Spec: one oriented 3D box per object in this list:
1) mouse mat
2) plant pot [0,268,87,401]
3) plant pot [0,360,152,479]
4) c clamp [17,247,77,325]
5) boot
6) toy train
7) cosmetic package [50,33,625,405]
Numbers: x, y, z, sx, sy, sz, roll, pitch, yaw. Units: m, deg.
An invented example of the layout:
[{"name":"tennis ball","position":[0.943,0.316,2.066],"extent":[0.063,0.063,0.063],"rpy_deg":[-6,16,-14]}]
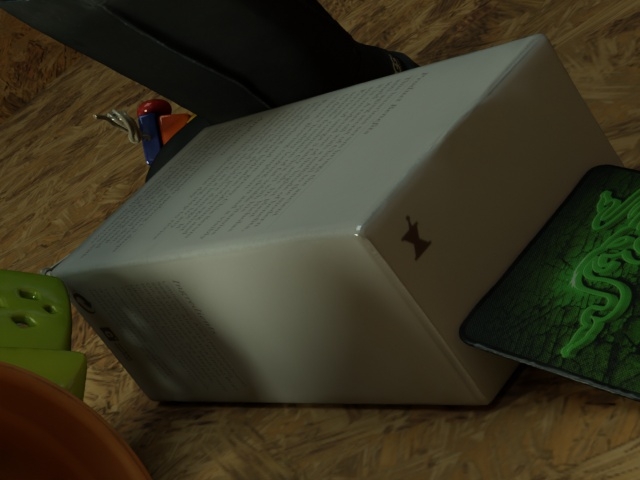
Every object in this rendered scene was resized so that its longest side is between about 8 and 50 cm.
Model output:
[{"name":"mouse mat","position":[0.195,0.020,0.884],"extent":[0.153,0.007,0.189],"rpy_deg":[16,49,38]},{"name":"plant pot","position":[-0.305,0.153,1.088],"extent":[0.228,0.227,0.207],"rpy_deg":[5,14,-24]},{"name":"plant pot","position":[-0.254,0.233,0.860],"extent":[0.291,0.291,0.203],"rpy_deg":[-47,6,-31]},{"name":"c clamp","position":[-0.357,0.059,1.804],"extent":[0.137,0.022,0.161],"rpy_deg":[-40,19,-12]},{"name":"boot","position":[-0.151,-0.157,1.345],"extent":[0.367,0.445,0.146],"rpy_deg":[-26,63,26]},{"name":"toy train","position":[-0.145,-0.130,1.632],"extent":[0.143,0.105,0.248],"rpy_deg":[-17,-15,16]},{"name":"cosmetic package","position":[0.000,0.000,1.114],"extent":[0.230,0.161,0.453],"rpy_deg":[-47,22,-29]}]
